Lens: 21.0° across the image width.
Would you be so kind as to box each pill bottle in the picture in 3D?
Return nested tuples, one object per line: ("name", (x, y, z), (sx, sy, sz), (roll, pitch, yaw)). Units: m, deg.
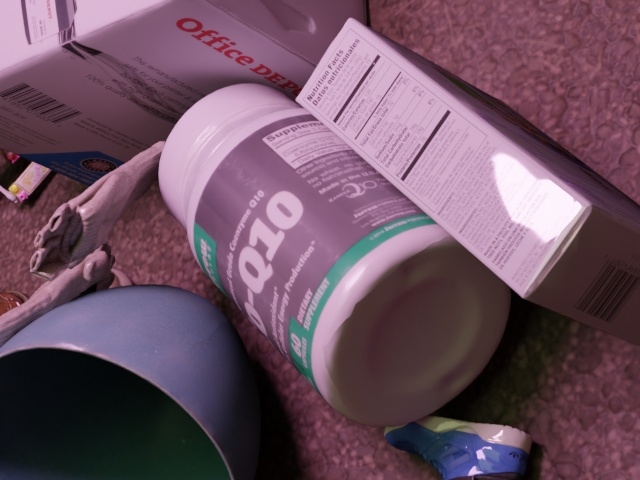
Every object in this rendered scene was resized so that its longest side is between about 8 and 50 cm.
("pill bottle", (0.000, 0.000, 1.632), (0.204, 0.204, 0.361), (-57, 42, 9))

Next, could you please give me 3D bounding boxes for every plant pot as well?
("plant pot", (-0.175, 0.157, 1.717), (0.290, 0.290, 0.195), (-16, 28, 35))

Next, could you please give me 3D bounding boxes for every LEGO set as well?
("LEGO set", (-0.407, -0.087, 2.113), (0.287, 0.107, 0.132), (-42, 17, 27))

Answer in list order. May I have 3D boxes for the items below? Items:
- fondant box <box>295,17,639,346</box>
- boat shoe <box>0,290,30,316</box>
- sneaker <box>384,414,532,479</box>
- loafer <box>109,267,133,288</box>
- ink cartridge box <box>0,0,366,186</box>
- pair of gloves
("fondant box", (0.164, -0.047, 1.496), (0.096, 0.238, 0.330), (-55, 48, 12))
("boat shoe", (-0.408, 0.199, 1.979), (0.110, 0.104, 0.307), (5, 78, 41))
("sneaker", (0.115, 0.208, 1.565), (0.152, 0.058, 0.085), (3, 68, 34))
("loafer", (-0.271, 0.153, 1.888), (0.102, 0.092, 0.269), (-11, 67, 37))
("ink cartridge box", (-0.184, -0.213, 1.818), (0.394, 0.285, 0.166), (-16, 63, 34))
("pair of gloves", (-0.240, 0.019, 1.728), (0.042, 0.204, 0.240), (38, 123, 8))
